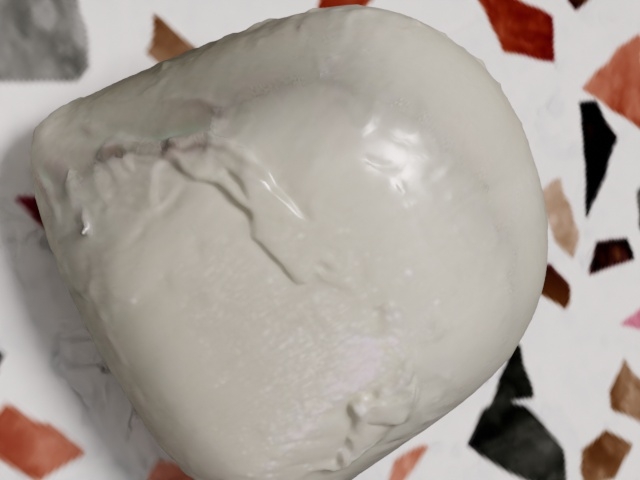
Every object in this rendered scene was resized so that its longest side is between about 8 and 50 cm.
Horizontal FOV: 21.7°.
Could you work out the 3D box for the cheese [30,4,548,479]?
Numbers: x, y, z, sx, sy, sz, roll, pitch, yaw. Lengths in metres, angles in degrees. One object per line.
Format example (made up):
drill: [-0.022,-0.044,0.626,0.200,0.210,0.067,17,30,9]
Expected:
cheese: [0.000,0.000,0.686,0.198,0.189,0.154,60,22,-15]
